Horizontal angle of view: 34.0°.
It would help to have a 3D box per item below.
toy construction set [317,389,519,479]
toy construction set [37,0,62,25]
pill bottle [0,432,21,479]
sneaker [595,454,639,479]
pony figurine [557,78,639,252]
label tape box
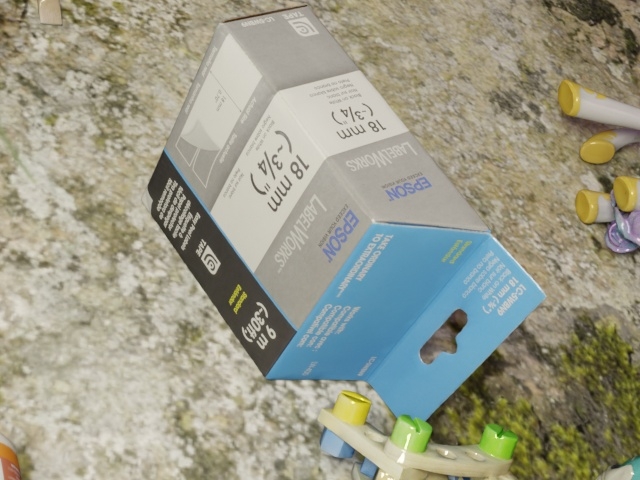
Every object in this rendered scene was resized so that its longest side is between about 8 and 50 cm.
[{"bbox_3d":[0.123,0.239,0.773,0.215,0.151,0.328,18,23,-19],"label":"toy construction set"},{"bbox_3d":[-0.364,-0.272,1.002,0.309,0.257,0.237,10,64,-52],"label":"toy construction set"},{"bbox_3d":[-0.239,0.236,0.662,0.121,0.121,0.216,0,53,-29],"label":"pill bottle"},{"bbox_3d":[0.401,0.264,1.004,0.275,0.110,0.107,16,47,-17],"label":"sneaker"},{"bbox_3d":[0.501,-0.073,1.267,0.363,0.303,0.351,-3,45,-12],"label":"pony figurine"},{"bbox_3d":[0.000,0.000,0.911,0.106,0.240,0.334,-21,65,-40],"label":"label tape box"}]
